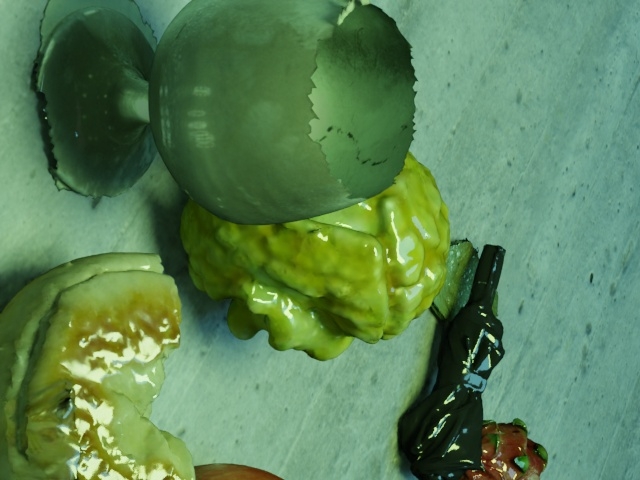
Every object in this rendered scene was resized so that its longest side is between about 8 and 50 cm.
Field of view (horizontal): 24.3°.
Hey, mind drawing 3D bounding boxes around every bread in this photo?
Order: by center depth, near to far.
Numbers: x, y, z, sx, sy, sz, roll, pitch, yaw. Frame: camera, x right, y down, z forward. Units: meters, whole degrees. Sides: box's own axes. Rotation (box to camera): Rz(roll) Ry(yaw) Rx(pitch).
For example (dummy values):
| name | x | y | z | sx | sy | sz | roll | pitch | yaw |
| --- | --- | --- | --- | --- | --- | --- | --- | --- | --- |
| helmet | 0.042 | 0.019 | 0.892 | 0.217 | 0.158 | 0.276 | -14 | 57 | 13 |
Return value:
| name | x | y | z | sx | sy | sz | roll | pitch | yaw |
| --- | --- | --- | --- | --- | --- | --- | --- | --- | --- |
| bread | -0.219 | 0.173 | 1.308 | 0.192 | 0.171 | 0.314 | -4 | 78 | -36 |

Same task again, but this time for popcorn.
| name | x | y | z | sx | sy | sz | roll | pitch | yaw |
| --- | --- | --- | --- | --- | --- | --- | --- | --- | --- |
| popcorn | 0.005 | -0.003 | 1.546 | 0.282 | 0.282 | 0.247 | -52 | 147 | -40 |

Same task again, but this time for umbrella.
| name | x | y | z | sx | sy | sz | roll | pitch | yaw |
| --- | --- | --- | --- | --- | --- | --- | --- | --- | --- |
| umbrella | 0.193 | 0.163 | 1.994 | 0.118 | 0.118 | 0.340 | 38 | 62 | -51 |

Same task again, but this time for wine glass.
| name | x | y | z | sx | sy | sz | roll | pitch | yaw |
| --- | --- | --- | --- | --- | --- | --- | --- | --- | --- |
| wine glass | -0.086 | -0.132 | 1.361 | 0.238 | 0.323 | 0.238 | -9 | 101 | -58 |

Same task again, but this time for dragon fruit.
| name | x | y | z | sx | sy | sz | roll | pitch | yaw |
| --- | --- | --- | --- | --- | --- | --- | --- | --- | --- |
| dragon fruit | 0.251 | 0.326 | 2.086 | 0.236 | 0.135 | 0.137 | 61 | 35 | -66 |

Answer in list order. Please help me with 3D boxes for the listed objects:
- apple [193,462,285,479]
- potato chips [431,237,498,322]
| name | x | y | z | sx | sy | sz | roll | pitch | yaw |
| --- | --- | --- | --- | --- | --- | --- | --- | --- | --- |
| apple | -0.053 | 0.358 | 1.508 | 0.251 | 0.163 | 0.293 | 35 | 43 | -48 |
| potato chips | 0.200 | 0.063 | 2.074 | 0.209 | 0.026 | 0.142 | -17 | 110 | -53 |
